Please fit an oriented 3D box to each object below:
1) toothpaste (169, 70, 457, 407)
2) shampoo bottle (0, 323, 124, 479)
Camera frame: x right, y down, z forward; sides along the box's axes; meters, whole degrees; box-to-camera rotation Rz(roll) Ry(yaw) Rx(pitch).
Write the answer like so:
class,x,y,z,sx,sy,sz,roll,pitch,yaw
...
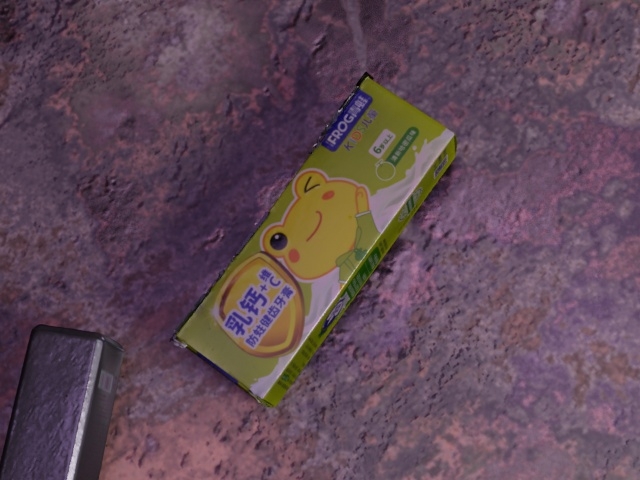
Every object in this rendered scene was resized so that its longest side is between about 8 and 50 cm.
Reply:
class,x,y,z,sx,sy,sz,roll,pitch,yaw
toothpaste,0.000,0.000,1.139,0.110,0.077,0.327,34,83,12
shampoo bottle,-0.256,0.208,1.119,0.079,0.080,0.246,7,77,11
